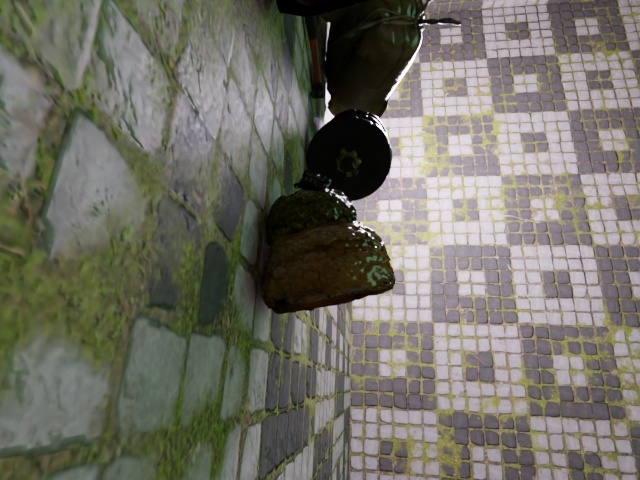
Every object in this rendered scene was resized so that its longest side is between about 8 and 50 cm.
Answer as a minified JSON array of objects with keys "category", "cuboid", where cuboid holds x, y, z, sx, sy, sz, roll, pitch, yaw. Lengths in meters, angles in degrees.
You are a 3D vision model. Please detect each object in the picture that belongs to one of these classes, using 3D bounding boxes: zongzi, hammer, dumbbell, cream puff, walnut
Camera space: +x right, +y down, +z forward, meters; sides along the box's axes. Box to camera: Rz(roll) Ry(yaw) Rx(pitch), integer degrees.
[{"category":"zongzi","cuboid":[0.122,-0.628,1.072,0.500,0.218,0.468,140,-61,-76]},{"category":"hammer","cuboid":[-0.016,-0.434,0.854,0.288,0.033,0.111,79,12,-51]},{"category":"dumbbell","cuboid":[0.076,-0.217,0.971,0.388,0.184,0.185,-73,161,-67]},{"category":"cream puff","cuboid":[0.000,0.000,0.531,0.183,0.183,0.169,59,20,-75]},{"category":"walnut","cuboid":[0.031,-0.609,1.032,0.092,0.092,0.092,0,90,-82]}]

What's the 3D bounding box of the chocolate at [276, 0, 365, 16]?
[{"category":"chocolate","cuboid":[0.031,-0.430,0.472,0.186,0.283,0.284,56,31,-44]}]
